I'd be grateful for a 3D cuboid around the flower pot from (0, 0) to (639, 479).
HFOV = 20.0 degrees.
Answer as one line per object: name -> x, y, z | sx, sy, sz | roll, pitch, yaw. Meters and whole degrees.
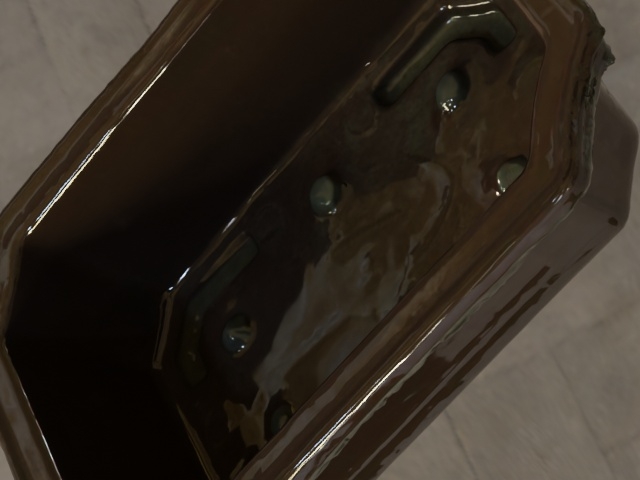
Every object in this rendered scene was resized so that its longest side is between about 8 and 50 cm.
flower pot -> 0.000, 0.000, 0.594 | 0.251, 0.084, 0.179 | -47, 48, 19
